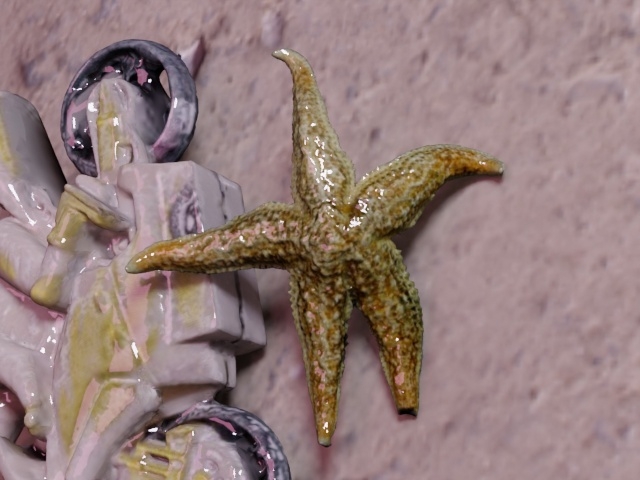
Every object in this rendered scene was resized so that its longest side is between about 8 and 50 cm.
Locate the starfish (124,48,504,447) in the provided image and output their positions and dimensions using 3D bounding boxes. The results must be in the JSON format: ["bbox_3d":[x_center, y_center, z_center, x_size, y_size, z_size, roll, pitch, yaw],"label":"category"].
[{"bbox_3d":[0.000,0.000,0.884,0.217,0.050,0.223,-14,79,8],"label":"starfish"}]

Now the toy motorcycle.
[{"bbox_3d":[-0.138,0.049,0.972,0.223,0.108,0.341,-21,69,23],"label":"toy motorcycle"}]
